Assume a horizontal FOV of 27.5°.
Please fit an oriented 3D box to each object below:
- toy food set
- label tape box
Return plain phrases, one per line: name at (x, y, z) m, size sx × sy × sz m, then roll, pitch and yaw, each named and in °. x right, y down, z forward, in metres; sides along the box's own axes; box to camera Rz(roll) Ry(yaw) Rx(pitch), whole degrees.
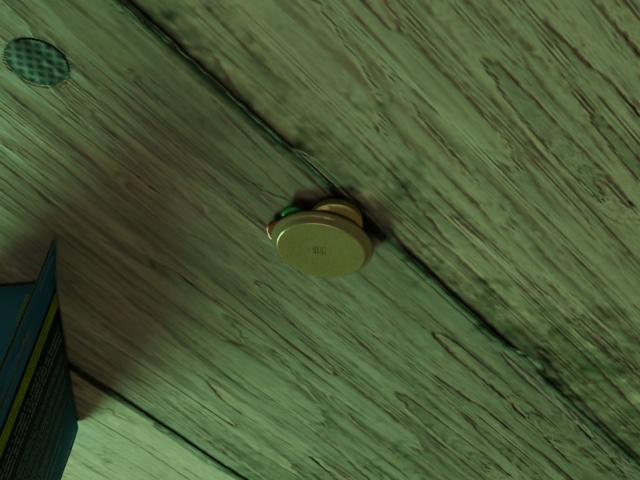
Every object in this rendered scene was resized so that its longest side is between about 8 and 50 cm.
toy food set at (0.000, 0.000, 1.016) m, size 0.082 × 0.020 × 0.083 m, roll -6°, pitch 141°, yaw 23°
label tape box at (-0.307, 0.176, 1.152) m, size 0.106 × 0.240 × 0.333 m, roll 12°, pitch 143°, yaw 3°
